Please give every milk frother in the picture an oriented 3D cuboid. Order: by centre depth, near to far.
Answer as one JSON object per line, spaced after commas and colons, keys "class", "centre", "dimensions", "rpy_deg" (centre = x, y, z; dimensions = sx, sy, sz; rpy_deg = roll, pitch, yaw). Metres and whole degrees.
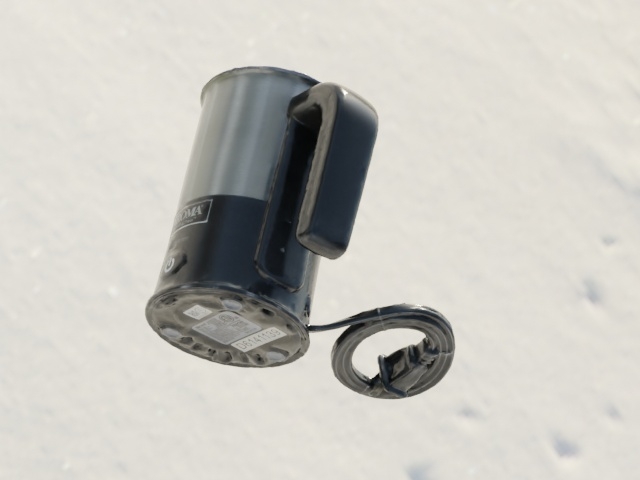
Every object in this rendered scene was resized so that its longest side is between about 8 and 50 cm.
{"class": "milk frother", "centre": [0.000, 0.000, 0.965], "dimensions": [0.143, 0.129, 0.134], "rpy_deg": [41, 50, -41]}
